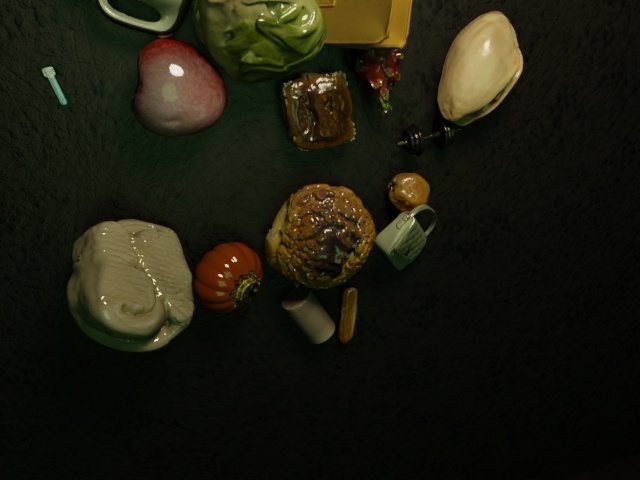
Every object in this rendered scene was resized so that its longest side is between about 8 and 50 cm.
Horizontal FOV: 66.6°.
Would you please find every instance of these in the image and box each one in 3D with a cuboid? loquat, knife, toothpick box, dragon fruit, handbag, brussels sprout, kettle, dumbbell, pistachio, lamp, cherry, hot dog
[{"bbox_3d":[0.276,-0.152,1.537,0.137,0.113,0.137,-1,117,-2],"label":"loquat"},{"bbox_3d":[-0.665,-0.387,1.225,0.027,0.010,0.096,-19,119,-8],"label":"knife"},{"bbox_3d":[-0.038,0.247,1.625,0.111,0.111,0.181,-33,119,1],"label":"toothpick box"},{"bbox_3d":[0.156,-0.463,1.350,0.135,0.137,0.236,-15,122,-8],"label":"dragon fruit"},{"bbox_3d":[0.289,-0.018,1.560,0.219,0.079,0.256,-45,154,4],"label":"handbag"},{"bbox_3d":[-0.137,-0.525,1.165,0.328,0.247,0.328,-29,151,-18],"label":"brussels sprout"},{"bbox_3d":[-0.418,-0.608,1.115,0.255,0.165,0.240,21,108,-26],"label":"kettle"},{"bbox_3d":[0.329,-0.316,1.485,0.208,0.099,0.099,-15,116,-7],"label":"dumbbell"},{"bbox_3d":[0.106,-0.676,1.175,0.133,0.283,0.401,-16,118,-49],"label":"handbag"},{"bbox_3d":[0.450,-0.488,1.398,0.193,0.213,0.318,3,118,-59],"label":"pistachio"},{"bbox_3d":[-0.274,0.111,1.452,0.223,0.196,0.223,-38,143,-36],"label":"lamp"},{"bbox_3d":[-0.344,-0.368,1.213,0.239,0.206,0.240,-2,102,-11],"label":"cherry"},{"bbox_3d":[0.095,0.257,1.703,0.066,0.047,0.216,-10,116,-27],"label":"hot dog"}]

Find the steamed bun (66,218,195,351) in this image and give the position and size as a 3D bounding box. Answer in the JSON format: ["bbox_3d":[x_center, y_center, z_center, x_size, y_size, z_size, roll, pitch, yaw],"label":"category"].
[{"bbox_3d":[-0.532,0.125,1.327,0.255,0.368,0.342,-30,149,26],"label":"steamed bun"}]

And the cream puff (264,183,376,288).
[{"bbox_3d":[0.000,0.000,1.461,0.342,0.231,0.327,-24,121,-4],"label":"cream puff"}]

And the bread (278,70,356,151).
[{"bbox_3d":[-0.007,-0.361,1.365,0.192,0.110,0.210,-15,116,-10],"label":"bread"}]
